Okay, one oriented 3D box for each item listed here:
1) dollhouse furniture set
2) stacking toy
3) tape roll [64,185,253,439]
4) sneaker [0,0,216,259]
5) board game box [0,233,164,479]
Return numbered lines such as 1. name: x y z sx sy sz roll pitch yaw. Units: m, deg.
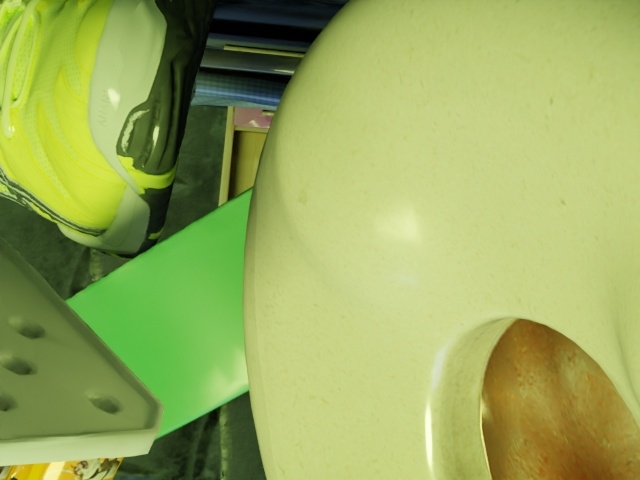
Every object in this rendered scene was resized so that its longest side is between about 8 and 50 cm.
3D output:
1. dollhouse furniture set: -0.064 -0.045 1.175 0.286 0.198 0.303 6 -178 0
2. stacking toy: 0.242 0.026 0.627 0.479 0.351 0.350 -17 -166 -30
3. tape roll: 0.000 0.000 0.854 0.321 0.077 0.321 -31 -178 1
4. sneaker: -0.161 -0.075 0.917 0.147 0.145 0.384 16 173 -19
5. board game box: -0.300 -0.031 0.511 0.390 0.050 0.390 2 -149 -49
